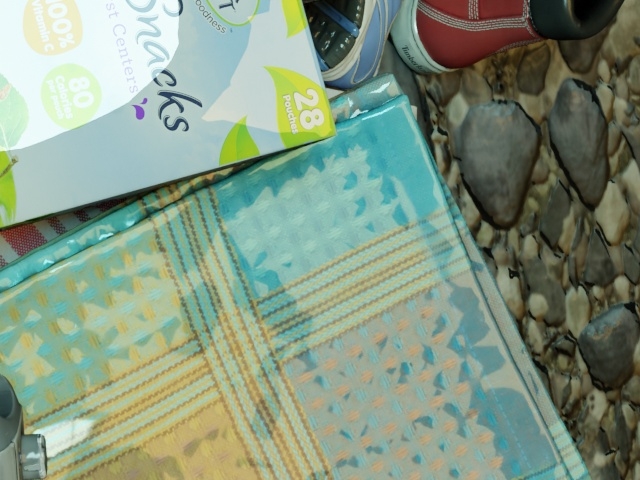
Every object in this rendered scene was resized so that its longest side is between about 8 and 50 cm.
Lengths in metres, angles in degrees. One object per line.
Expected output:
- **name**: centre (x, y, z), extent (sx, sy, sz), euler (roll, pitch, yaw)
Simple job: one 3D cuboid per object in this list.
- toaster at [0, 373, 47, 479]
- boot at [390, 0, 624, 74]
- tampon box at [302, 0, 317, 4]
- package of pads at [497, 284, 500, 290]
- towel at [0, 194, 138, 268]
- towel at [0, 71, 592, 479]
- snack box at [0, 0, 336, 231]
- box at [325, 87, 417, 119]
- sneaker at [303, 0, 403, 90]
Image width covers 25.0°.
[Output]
- **toaster**: centre (-0.216, 0.145, 0.583), extent (0.227, 0.129, 0.146), euler (-9, 98, -9)
- **boot**: centre (0.161, -0.226, 0.977), extent (0.088, 0.176, 0.244), euler (39, 60, -34)
- **tampon box**: centre (-0.059, -0.209, 0.795), extent (0.101, 0.120, 0.161), euler (-6, 92, -44)
- **package of pads**: centre (0.087, 0.052, 0.984), extent (0.050, 0.032, 0.083), euler (48, 56, -33)
- **towel**: centre (-0.159, -0.035, 0.752), extent (0.197, 0.029, 0.144), euler (-52, 121, -30)
- **towel**: centre (-0.053, 0.109, 0.726), extent (0.370, 0.040, 0.271), euler (-28, 97, -21)
- **snack box**: centre (-0.116, -0.103, 0.673), extent (0.207, 0.070, 0.175), euler (-17, 94, -13)
- **box**: centre (0.000, 0.000, 0.898), extent (0.145, 0.038, 0.186), euler (5, 85, -45)
- **sneaker**: centre (0.016, -0.193, 0.914), extent (0.081, 0.080, 0.211), euler (37, 61, -61)
